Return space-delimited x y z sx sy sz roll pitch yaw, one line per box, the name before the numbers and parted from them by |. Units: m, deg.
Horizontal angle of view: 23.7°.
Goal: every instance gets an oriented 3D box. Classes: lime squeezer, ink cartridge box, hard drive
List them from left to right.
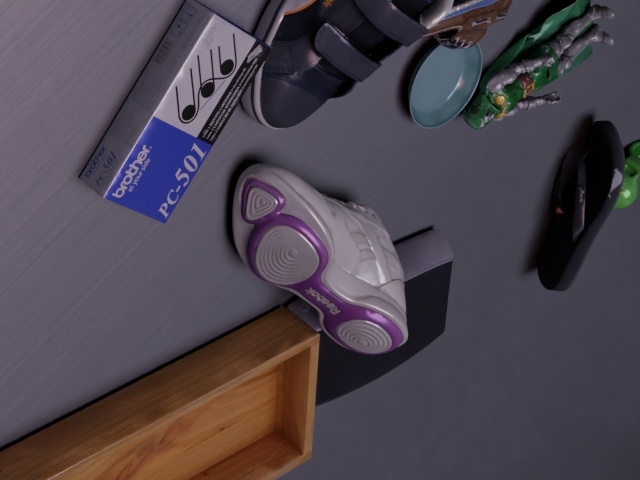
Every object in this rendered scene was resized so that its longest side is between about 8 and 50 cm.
ink cartridge box | -0.140 -0.125 1.492 0.097 0.046 0.207 25 99 -53
hard drive | 0.064 0.101 1.904 0.255 0.054 0.172 -26 136 -33
lime squeezer | 0.455 -0.088 2.194 0.310 0.059 0.110 -48 144 -9

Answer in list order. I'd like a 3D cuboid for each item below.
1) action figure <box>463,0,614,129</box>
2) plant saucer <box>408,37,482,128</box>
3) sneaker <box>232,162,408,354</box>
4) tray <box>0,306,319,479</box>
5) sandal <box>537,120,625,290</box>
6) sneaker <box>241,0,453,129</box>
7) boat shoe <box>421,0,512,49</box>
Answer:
action figure | 0.265 -0.208 1.878 0.232 0.063 0.137 -38 145 -16
plant saucer | 0.140 -0.188 1.781 0.119 0.021 0.119 -28 137 -31
sneaker | 0.000 0.000 1.726 0.305 0.114 0.152 50 36 -39
tray | -0.182 0.246 1.729 0.411 0.076 0.203 -25 136 -33
sandal | 0.349 -0.043 2.086 0.054 0.097 0.254 8 115 -22
sneaker | 0.042 -0.238 1.542 0.126 0.127 0.321 18 106 -55
boat shoe | 0.156 -0.249 1.703 0.183 0.066 0.066 -26 125 -35
